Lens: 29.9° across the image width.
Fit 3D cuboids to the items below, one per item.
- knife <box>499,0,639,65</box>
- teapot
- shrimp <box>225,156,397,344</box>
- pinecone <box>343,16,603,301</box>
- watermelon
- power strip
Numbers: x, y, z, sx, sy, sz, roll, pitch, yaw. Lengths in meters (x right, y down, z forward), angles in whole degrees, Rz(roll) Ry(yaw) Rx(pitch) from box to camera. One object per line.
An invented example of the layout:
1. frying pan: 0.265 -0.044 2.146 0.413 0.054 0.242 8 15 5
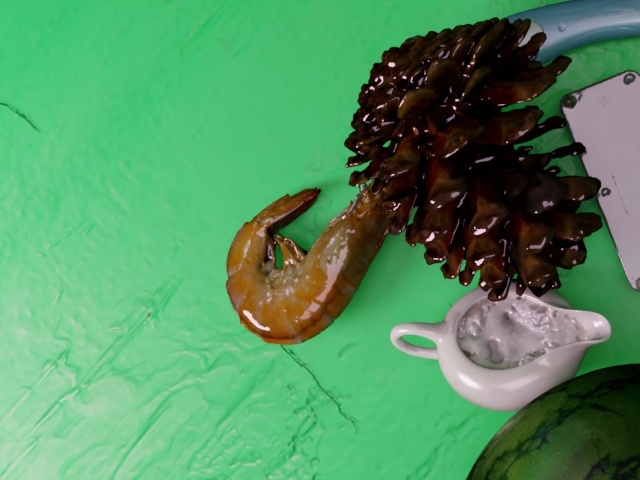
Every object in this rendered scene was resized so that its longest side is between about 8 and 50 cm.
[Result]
1. knife: 0.266 -0.217 1.236 0.222 0.031 0.064 -12 84 8
2. teapot: 0.183 0.108 1.216 0.226 0.092 0.145 -2 52 18
3. shrimp: 0.000 0.000 1.277 0.249 0.068 0.150 -44 74 1
4. pinecone: 0.161 -0.074 1.157 0.246 0.246 0.292 -34 103 10
5. watermelon: 0.283 0.284 1.085 0.363 0.363 0.363 0 91 12
6. power strip: 0.343 -0.071 1.205 0.145 0.061 0.215 -22 87 12
